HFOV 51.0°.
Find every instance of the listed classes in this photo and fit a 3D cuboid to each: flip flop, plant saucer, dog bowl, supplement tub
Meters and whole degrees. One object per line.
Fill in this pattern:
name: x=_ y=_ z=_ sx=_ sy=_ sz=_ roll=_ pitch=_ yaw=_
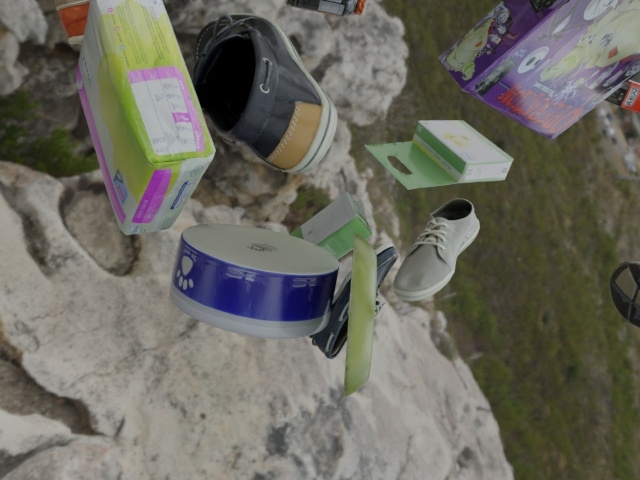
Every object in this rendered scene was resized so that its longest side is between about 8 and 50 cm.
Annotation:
flip flop: x=0.660 y=0.121 z=1.261 sx=0.277 sy=0.112 sz=0.080 roll=24 pitch=27 yaw=-8
plant saucer: x=0.058 y=0.109 z=0.979 sx=0.241 sy=0.037 sz=0.240 roll=4 pitch=90 yaw=-86
dog bowl: x=-0.106 y=0.058 z=1.095 sx=0.265 sy=0.265 sz=0.104 roll=-11 pitch=117 yaw=-60
supplement tub: x=0.016 y=-0.614 z=1.636 sx=0.191 sy=0.117 sz=0.117 roll=8 pitch=51 yaw=-8

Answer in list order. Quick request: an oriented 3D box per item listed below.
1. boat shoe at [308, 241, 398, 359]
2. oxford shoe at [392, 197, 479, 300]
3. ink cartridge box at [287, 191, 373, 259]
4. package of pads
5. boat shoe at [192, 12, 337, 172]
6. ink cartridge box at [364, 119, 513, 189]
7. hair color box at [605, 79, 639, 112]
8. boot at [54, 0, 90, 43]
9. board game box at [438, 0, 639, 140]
boat shoe: x=0.065 y=0.110 z=1.190 sx=0.079 sy=0.254 sz=0.095 roll=49 pitch=26 yaw=23
oxford shoe: x=0.336 y=0.017 z=1.974 sx=0.449 sy=0.169 sz=0.130 roll=-46 pitch=132 yaw=-39
ink cartridge box: x=0.000 y=0.000 z=1.407 sx=0.062 sy=0.209 sz=0.109 roll=48 pitch=14 yaw=-29
package of pads: x=-0.261 y=-0.187 z=0.957 sx=0.101 sy=0.229 sz=0.296 roll=-12 pitch=72 yaw=-31
boat shoe: x=-0.138 y=-0.279 z=1.127 sx=0.156 sy=0.186 sz=0.500 roll=15 pitch=26 yaw=-33
ink cartridge box: x=0.229 y=-0.172 z=1.307 sx=0.235 sy=0.056 sz=0.171 roll=-6 pitch=39 yaw=-29
hair color box: x=0.529 y=-0.226 z=1.085 sx=0.141 sy=0.043 sz=0.072 roll=10 pitch=23 yaw=-19
boot: x=-0.380 y=-0.391 z=1.179 sx=0.059 sy=0.158 sz=0.084 roll=-55 pitch=136 yaw=-76
board game box: x=0.278 y=-0.210 z=0.713 sx=0.347 sy=0.208 sz=0.056 roll=0 pitch=58 yaw=-58
